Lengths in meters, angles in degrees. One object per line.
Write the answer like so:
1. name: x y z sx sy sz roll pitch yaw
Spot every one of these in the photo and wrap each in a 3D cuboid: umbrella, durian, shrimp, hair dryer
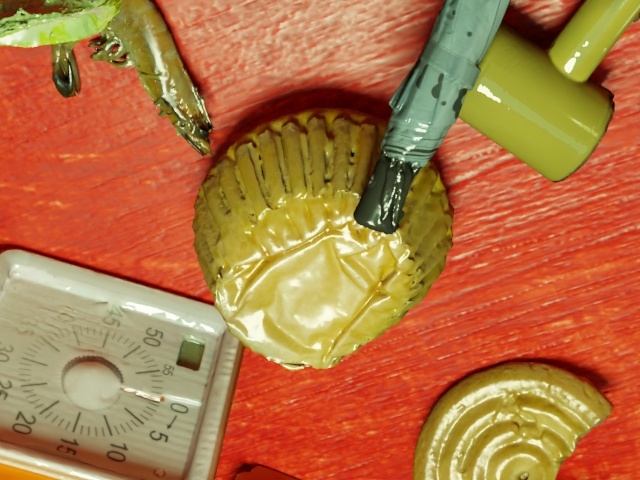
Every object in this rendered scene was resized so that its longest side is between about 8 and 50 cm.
1. umbrella: 0.089 -0.123 1.048 0.053 0.052 0.250 33 103 31
2. durian: -0.256 -0.198 1.094 0.215 0.100 0.086 -3 107 18
3. shrimp: -0.171 -0.136 1.166 0.124 0.034 0.178 -19 116 19
4. hair dryer: 0.222 -0.191 1.080 0.135 0.090 0.279 33 112 -12

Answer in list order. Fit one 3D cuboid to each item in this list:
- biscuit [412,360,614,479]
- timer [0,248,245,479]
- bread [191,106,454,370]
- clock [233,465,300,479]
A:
1. biscuit: 0.170 0.203 1.298 0.144 0.033 0.224 44 98 15
2. timer: -0.206 0.151 1.217 0.250 0.257 0.161 5 128 4
3. bread: 0.001 -0.003 1.171 0.240 0.139 0.240 1 118 1
4. clock: -0.067 0.317 1.419 0.113 0.061 0.155 23 124 -9
